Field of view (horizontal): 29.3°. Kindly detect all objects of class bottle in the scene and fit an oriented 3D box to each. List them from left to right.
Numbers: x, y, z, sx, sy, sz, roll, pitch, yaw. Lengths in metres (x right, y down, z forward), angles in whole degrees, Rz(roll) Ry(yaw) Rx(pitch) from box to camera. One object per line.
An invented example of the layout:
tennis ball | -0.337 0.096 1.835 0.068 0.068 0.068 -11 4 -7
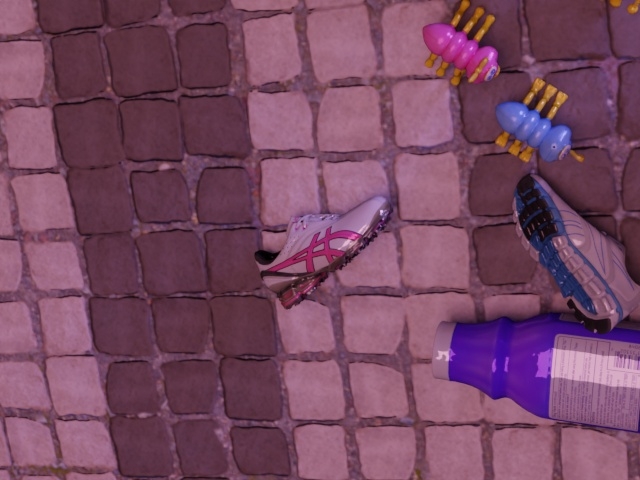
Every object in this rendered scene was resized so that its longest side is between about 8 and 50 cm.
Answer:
bottle | 0.266 0.139 1.340 0.283 0.092 0.118 6 105 17

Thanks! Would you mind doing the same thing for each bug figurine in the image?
bug figurine | 0.223 -0.218 1.256 0.216 0.072 0.279 30 114 8

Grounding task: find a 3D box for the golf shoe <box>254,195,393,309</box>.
golf shoe | 0.000 0.000 1.401 0.186 0.067 0.086 -39 90 25

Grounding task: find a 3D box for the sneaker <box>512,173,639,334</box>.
sneaker | 0.280 0.006 1.316 0.190 0.083 0.071 60 153 14
